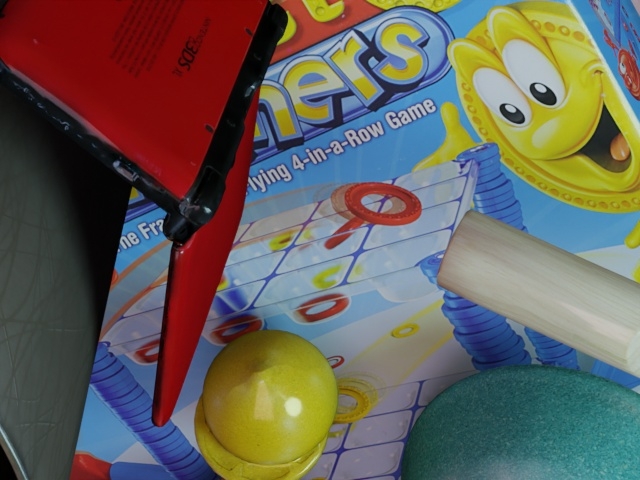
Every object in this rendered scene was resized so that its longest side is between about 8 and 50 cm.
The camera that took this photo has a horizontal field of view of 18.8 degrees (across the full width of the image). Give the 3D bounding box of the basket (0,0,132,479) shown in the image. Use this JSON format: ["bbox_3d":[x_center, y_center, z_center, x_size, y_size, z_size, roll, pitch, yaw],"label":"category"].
[{"bbox_3d":[-0.143,0.004,0.632,0.154,0.227,0.204,-26,113,23],"label":"basket"}]

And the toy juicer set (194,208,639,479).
[{"bbox_3d":[0.064,0.084,0.737,0.209,0.089,0.329,41,129,-1],"label":"toy juicer set"}]

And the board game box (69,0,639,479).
[{"bbox_3d":[0.000,0.000,0.791,0.308,0.086,0.302,-24,115,22],"label":"board game box"}]

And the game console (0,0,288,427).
[{"bbox_3d":[-0.063,-0.034,0.643,0.124,0.144,0.085,38,119,-14],"label":"game console"}]
